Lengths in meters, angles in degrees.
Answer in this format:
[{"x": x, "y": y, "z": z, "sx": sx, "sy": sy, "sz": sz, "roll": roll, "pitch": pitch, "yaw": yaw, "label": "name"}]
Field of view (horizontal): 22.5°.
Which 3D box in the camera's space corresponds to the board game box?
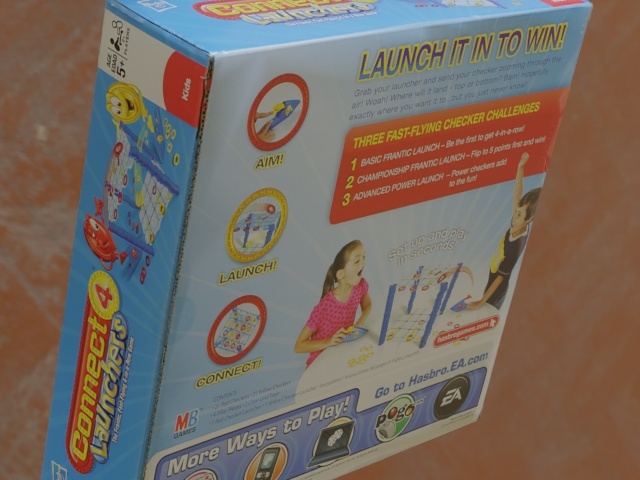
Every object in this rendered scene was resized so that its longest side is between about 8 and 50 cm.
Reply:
[{"x": 0.000, "y": 0.000, "z": 0.938, "sx": 0.308, "sy": 0.086, "sz": 0.301, "roll": -14, "pitch": 125, "yaw": -43, "label": "board game box"}]
